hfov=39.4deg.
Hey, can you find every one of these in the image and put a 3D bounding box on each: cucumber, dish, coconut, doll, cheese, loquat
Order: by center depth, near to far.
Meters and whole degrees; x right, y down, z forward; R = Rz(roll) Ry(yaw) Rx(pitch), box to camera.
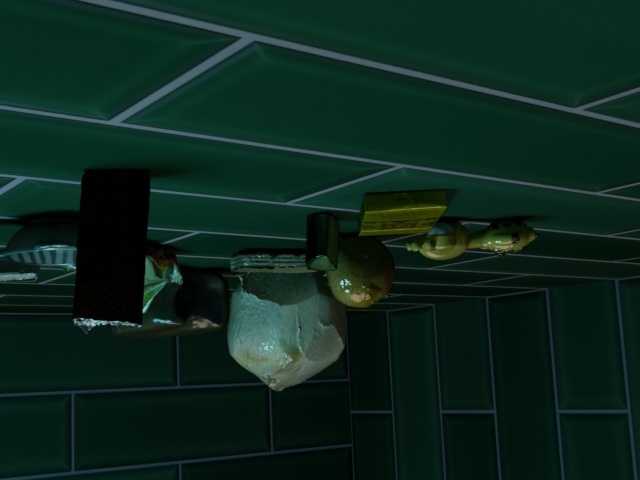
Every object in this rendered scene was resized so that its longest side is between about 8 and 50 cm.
[{"bbox_3d":[-0.534,0.000,1.752,0.246,0.078,0.224,-2,171,-12],"label":"dish"},{"bbox_3d":[0.000,0.000,1.833,0.062,0.115,0.116,-4,162,14],"label":"cucumber"},{"bbox_3d":[0.331,-0.004,1.959,0.291,0.086,0.117,-4,178,-11],"label":"doll"},{"bbox_3d":[-0.847,0.063,2.076,0.400,0.085,0.034,-1,143,2],"label":"cheese"},{"bbox_3d":[0.082,0.066,2.081,0.204,0.172,0.149,33,159,-16],"label":"loquat"},{"bbox_3d":[-0.096,0.251,2.575,0.346,0.360,0.346,-1,173,0],"label":"coconut"}]

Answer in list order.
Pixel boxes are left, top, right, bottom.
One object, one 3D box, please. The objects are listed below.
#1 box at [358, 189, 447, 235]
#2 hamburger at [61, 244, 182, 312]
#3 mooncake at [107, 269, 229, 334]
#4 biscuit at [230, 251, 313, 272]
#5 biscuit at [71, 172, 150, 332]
[{"bbox_3d":[0.155,-0.051,1.764,0.153,0.041,0.279,-4,171,-1],"label":"box"},{"bbox_3d":[-0.480,0.091,2.125,0.276,0.150,0.260,-2,169,3],"label":"hamburger"},{"bbox_3d":[-0.441,0.178,2.575,0.351,0.187,0.351,-6,171,-1],"label":"mooncake"},{"bbox_3d":[-0.097,0.056,2.317,0.252,0.052,0.150,2,174,-17],"label":"biscuit"},{"bbox_3d":[-0.324,0.020,1.391,0.106,0.252,0.070,4,173,-10],"label":"biscuit"}]
